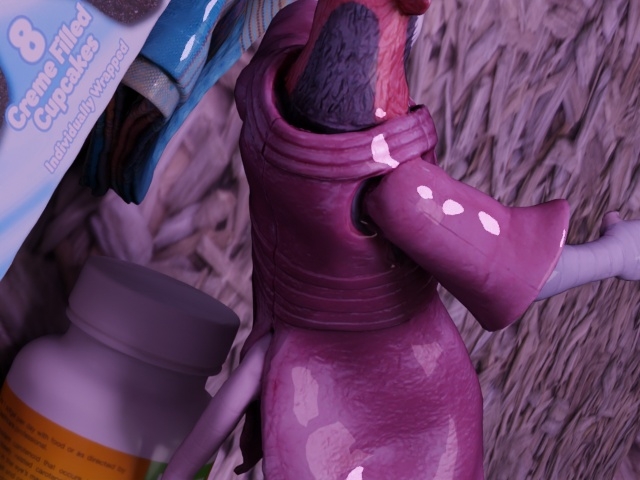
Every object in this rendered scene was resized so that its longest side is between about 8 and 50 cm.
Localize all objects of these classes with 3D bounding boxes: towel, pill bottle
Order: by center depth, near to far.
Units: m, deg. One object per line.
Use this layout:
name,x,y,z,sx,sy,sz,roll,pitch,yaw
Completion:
towel,0.001,-0.184,0.749,0.370,0.040,0.271,-52,-176,-14
pill bottle,-0.141,0.141,0.832,0.136,0.136,0.245,12,102,-61

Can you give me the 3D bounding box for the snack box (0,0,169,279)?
snack box,-0.130,-0.153,0.525,0.187,0.060,0.322,48,55,-37

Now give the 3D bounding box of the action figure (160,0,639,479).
action figure,0.000,0.000,0.695,0.276,0.248,0.370,-29,140,-22
